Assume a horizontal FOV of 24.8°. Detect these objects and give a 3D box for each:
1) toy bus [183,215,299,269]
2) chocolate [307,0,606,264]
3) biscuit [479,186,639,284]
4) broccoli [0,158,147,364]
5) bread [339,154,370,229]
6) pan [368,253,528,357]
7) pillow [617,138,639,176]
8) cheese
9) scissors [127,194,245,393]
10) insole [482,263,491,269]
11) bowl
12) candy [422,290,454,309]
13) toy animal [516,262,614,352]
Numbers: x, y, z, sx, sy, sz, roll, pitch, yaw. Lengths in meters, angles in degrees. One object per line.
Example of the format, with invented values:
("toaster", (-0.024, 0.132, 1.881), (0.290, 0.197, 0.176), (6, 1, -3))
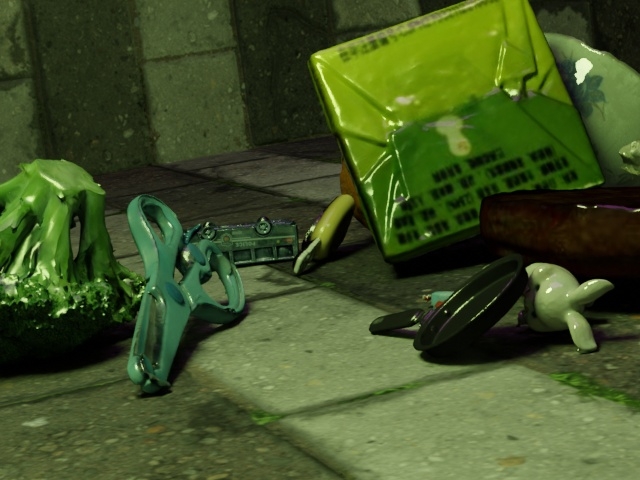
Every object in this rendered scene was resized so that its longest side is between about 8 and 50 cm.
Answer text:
("toy bus", (-0.112, 0.004, 2.007), (0.166, 0.065, 0.047), (-6, 10, -1))
("chocolate", (0.168, -0.137, 1.859), (0.301, 0.289, 0.137), (-19, -14, -6))
("biscuit", (0.375, -0.011, 1.592), (0.407, 0.091, 0.407), (-2, 4, 0))
("broccoli", (-0.332, 0.029, 1.604), (0.269, 0.241, 0.261), (37, 16, 35))
("bread", (0.138, -0.135, 2.027), (0.195, 0.270, 0.142), (22, -10, -12))
("pan", (0.122, 0.073, 1.437), (0.136, 0.028, 0.235), (-46, 13, -29))
("pillow", (0.482, -0.112, 1.701), (0.229, 0.050, 0.148), (-20, 30, -23))
("cheese", (-0.001, 0.000, 1.948), (0.036, 0.086, 0.162), (30, 33, 10))
("scissors", (-0.159, 0.066, 1.561), (0.032, 0.180, 0.393), (-42, 16, 17))
("insole", (0.291, 0.023, 1.758), (0.193, 0.006, 0.065), (-8, 10, 2))
("bowl", (0.339, -0.127, 2.011), (0.146, 0.313, 0.313), (-48, 26, -20))
("candy", (0.140, 0.066, 1.576), (0.030, 0.020, 0.083), (-11, 8, -37))
("toy animal", (0.227, 0.061, 1.399), (0.085, 0.071, 0.124), (16, 2, 4))
